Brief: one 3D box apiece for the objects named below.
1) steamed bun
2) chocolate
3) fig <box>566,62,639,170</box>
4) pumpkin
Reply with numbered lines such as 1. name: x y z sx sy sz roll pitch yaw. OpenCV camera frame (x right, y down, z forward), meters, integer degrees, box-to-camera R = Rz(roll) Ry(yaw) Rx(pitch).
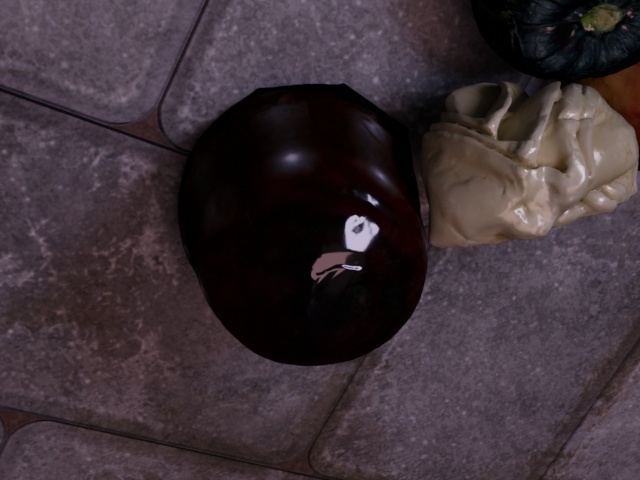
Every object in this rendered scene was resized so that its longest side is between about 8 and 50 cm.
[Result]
1. steamed bun: 0.275 -0.119 1.379 0.289 0.276 0.203 -11 101 14
2. chocolate: 0.000 0.000 1.406 0.384 0.331 0.383 -8 120 -15
3. fig: 0.493 -0.201 1.509 0.263 0.224 0.224 -4 122 3
4. pumpkin: 0.345 -0.359 1.349 0.315 0.238 0.315 -8 148 -5
